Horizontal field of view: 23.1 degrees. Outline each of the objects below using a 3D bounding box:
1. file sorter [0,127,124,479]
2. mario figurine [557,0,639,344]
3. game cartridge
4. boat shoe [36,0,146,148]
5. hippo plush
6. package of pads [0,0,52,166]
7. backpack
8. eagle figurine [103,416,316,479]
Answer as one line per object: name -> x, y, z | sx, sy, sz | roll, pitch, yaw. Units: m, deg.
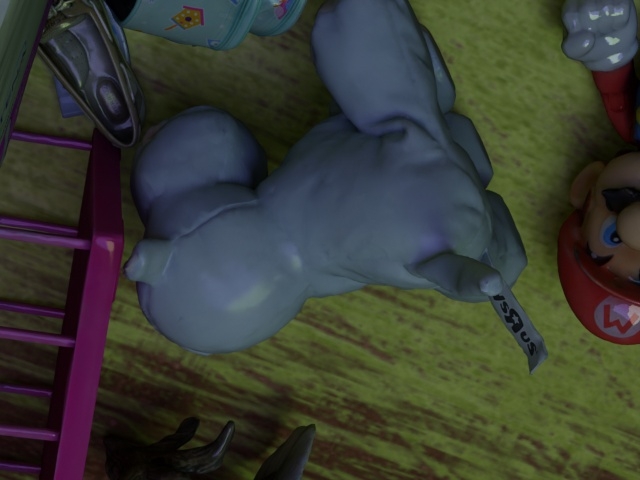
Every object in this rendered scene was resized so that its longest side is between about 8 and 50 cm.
file sorter -> -0.245, 0.080, 1.062 | 0.182, 0.202, 0.291 | 8, 111, -11
mario figurine -> 0.259, -0.072, 1.087 | 0.170, 0.198, 0.321 | 10, 107, -36
game cartridge -> -0.161, -0.129, 1.088 | 0.056, 0.017, 0.083 | -13, 114, -7
boat shoe -> -0.164, -0.131, 1.051 | 0.056, 0.048, 0.153 | -26, 114, 2
hippo plush -> 0.000, 0.000, 1.049 | 0.236, 0.294, 0.234 | -23, 147, 11
package of pads -> -0.191, -0.184, 0.868 | 0.101, 0.229, 0.297 | 15, 70, -7
backpack -> -0.069, -0.202, 0.977 | 0.144, 0.188, 0.166 | 19, 108, -16
eagle figurine -> -0.094, 0.291, 1.176 | 0.225, 0.226, 0.298 | -13, 101, 36
